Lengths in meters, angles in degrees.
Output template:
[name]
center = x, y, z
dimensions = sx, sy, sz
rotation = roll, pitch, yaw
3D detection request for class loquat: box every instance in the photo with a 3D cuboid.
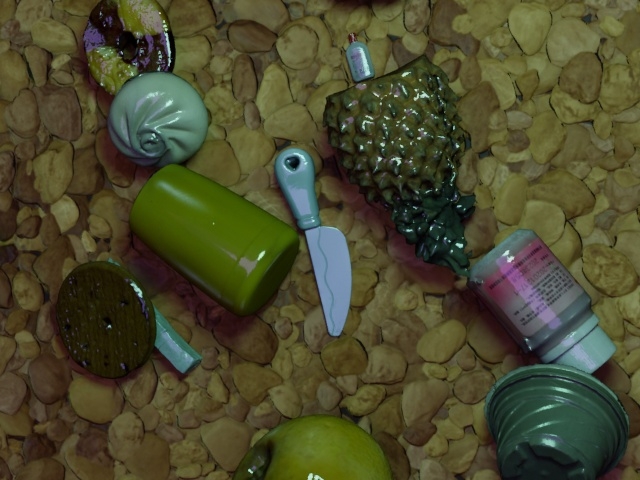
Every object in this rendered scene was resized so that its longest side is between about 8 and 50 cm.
[loquat]
center = -0.001, 0.417, 1.787
dimensions = 0.274, 0.275, 0.275
rotation = 0, 89, 10

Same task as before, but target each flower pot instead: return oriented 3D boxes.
[flower pot]
center = 0.358, 0.319, 1.727
dimensions = 0.235, 0.140, 0.235
rotation = 12, 127, 17

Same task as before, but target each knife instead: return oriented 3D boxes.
[knife]
center = 0.002, -0.001, 1.902
dimensions = 0.080, 0.044, 0.331
rotation = -19, 91, 2

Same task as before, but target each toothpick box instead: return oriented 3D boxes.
[toothpick box]
center = -0.188, -0.010, 1.866
dimensions = 0.271, 0.175, 0.175
rotation = 33, 94, 12

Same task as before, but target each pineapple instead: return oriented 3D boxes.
[pineapple]
center = 0.155, -0.104, 1.801
dimensions = 0.223, 0.223, 0.357
rotation = -23, 93, 9

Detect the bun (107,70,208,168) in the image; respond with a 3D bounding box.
[bun]
center = -0.277, -0.193, 1.883
dimensions = 0.172, 0.120, 0.173
rotation = -1, 125, -1

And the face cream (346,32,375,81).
[face cream]
center = 0.065, -0.315, 1.902
dimensions = 0.040, 0.021, 0.083
rotation = -16, 86, 9

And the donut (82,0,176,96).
[donut]
center = -0.329, -0.340, 1.948
dimensions = 0.166, 0.073, 0.184
rotation = -22, 86, 8

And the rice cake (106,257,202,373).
[rice cake]
center = -0.304, 0.133, 1.946
dimensions = 0.245, 0.042, 0.045
rotation = 47, 109, 7

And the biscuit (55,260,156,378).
[biscuit]
center = -0.375, 0.137, 1.935
dimensions = 0.212, 0.036, 0.212
rotation = 5, 102, 24

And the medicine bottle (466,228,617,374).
[medicine bottle]
center = 0.357, 0.109, 1.779
dimensions = 0.147, 0.147, 0.247
rotation = -41, 84, 7
